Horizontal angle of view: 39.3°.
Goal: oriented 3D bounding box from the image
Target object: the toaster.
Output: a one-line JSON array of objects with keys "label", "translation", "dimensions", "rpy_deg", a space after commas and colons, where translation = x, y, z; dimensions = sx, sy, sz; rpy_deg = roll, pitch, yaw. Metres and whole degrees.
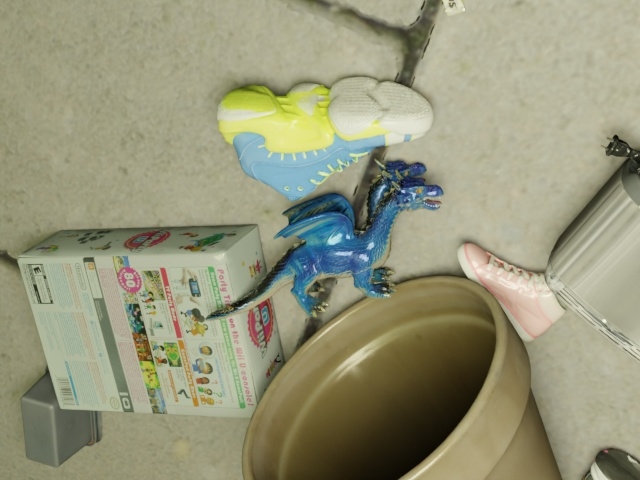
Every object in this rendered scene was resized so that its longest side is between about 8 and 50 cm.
[{"label": "toaster", "translation": [0.323, 0.021, 0.873], "dimensions": [0.227, 0.129, 0.146], "rpy_deg": [38, 122, 2]}]

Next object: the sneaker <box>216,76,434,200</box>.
[{"label": "sneaker", "translation": [0.009, -0.108, 0.985], "dimensions": [0.240, 0.091, 0.126], "rpy_deg": [6, 132, 19]}]

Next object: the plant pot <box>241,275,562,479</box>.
[{"label": "plant pot", "translation": [0.124, 0.246, 0.968], "dimensions": [0.323, 0.323, 0.280], "rpy_deg": [-26, 116, 29]}]

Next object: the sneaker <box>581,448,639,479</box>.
[{"label": "sneaker", "translation": [0.375, 0.311, 1.016], "dimensions": [0.178, 0.072, 0.077], "rpy_deg": [37, 132, 13]}]

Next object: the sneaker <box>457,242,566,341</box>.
[{"label": "sneaker", "translation": [0.212, 0.042, 0.972], "dimensions": [0.070, 0.051, 0.134], "rpy_deg": [-38, 97, 28]}]

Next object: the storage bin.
[{"label": "storage bin", "translation": [-0.378, 0.248, 1.274], "dimensions": [0.098, 0.091, 0.135], "rpy_deg": [11, 114, 18]}]

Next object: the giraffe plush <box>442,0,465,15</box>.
[{"label": "giraffe plush", "translation": [0.063, -0.292, 0.822], "dimensions": [0.181, 0.170, 0.210], "rpy_deg": [-31, 97, 29]}]

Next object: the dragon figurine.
[{"label": "dragon figurine", "translation": [0.000, 0.000, 0.997], "dimensions": [0.289, 0.085, 0.144], "rpy_deg": [-12, 110, 10]}]

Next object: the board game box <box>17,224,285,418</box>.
[{"label": "board game box", "translation": [-0.212, 0.102, 1.143], "dimensions": [0.304, 0.097, 0.223], "rpy_deg": [-1, 111, 24]}]
